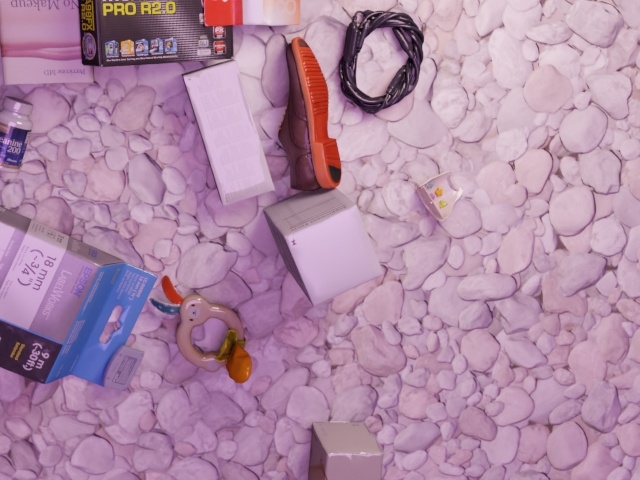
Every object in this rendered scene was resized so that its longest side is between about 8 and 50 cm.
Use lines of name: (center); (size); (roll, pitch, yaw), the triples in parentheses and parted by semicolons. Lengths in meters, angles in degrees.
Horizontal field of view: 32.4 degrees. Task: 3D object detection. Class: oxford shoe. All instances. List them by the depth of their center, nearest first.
oxford shoe: (-0.038, -0.220, 1.944); (0.098, 0.097, 0.272); (-9, 90, 24)

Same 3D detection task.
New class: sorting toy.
sorting toy: (0.226, -0.090, 2.056); (0.075, 0.045, 0.083); (-36, 107, -9)

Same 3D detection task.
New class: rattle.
rattle: (-0.219, 0.164, 1.976); (0.130, 0.143, 0.200); (-29, 114, 15)

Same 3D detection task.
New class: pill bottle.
pill bottle: (-0.527, -0.180, 1.866); (0.067, 0.067, 0.120); (17, 99, -15)

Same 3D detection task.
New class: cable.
cable: (0.110, -0.319, 1.980); (0.150, 0.047, 0.185); (4, 99, -18)

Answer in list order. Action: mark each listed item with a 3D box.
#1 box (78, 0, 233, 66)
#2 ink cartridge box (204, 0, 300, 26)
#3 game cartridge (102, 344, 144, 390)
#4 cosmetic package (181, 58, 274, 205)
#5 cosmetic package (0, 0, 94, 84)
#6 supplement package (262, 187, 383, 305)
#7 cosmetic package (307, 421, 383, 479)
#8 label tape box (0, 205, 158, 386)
box: (-0.267, -0.400, 1.806); (0.270, 0.060, 0.216); (-11, 108, -41)
ink cartridge box: (-0.113, -0.437, 1.865); (0.179, 0.045, 0.146); (-11, 107, -40)
game cartridge: (-0.362, 0.233, 2.013); (0.056, 0.017, 0.083); (23, 98, -42)
cosmetic package: (-0.163, -0.190, 1.941); (0.098, 0.060, 0.239); (-18, 106, -9)
cosmetic package: (-0.452, -0.407, 1.796); (0.153, 0.129, 0.296); (-5, 104, -12)
supplement package: (0.000, 0.000, 1.922); (0.139, 0.244, 0.134); (-24, 106, -5)
cosmetic package: (0.038, 0.516, 2.096); (0.113, 0.160, 0.310); (2, 102, -11)
label tape box: (-0.481, 0.111, 1.924); (0.333, 0.106, 0.241); (25, 98, -16)
